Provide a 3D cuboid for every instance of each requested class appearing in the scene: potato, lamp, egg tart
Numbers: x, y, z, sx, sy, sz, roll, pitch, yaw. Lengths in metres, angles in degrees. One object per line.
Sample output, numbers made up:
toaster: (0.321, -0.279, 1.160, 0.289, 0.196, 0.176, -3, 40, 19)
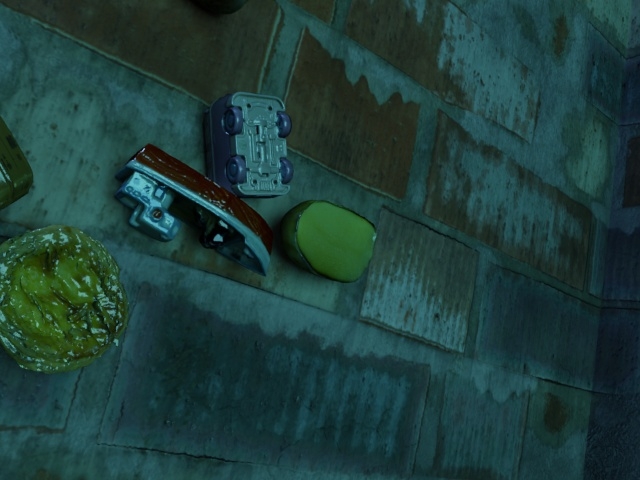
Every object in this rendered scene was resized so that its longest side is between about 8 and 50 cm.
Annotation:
potato: (0.000, 0.000, 1.295, 0.272, 0.111, 0.160, 18, 83, -49)
lamp: (-0.531, -0.122, 0.875, 0.161, 0.161, 0.185, -40, 111, -32)
egg tart: (-0.436, 0.096, 0.970, 0.252, 0.098, 0.232, 47, 55, -29)

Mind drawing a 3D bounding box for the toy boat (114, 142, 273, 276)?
toy boat: (-0.226, -0.032, 1.102, 0.332, 0.145, 0.133, 33, 68, -25)

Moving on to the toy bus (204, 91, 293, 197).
toy bus: (-0.148, -0.182, 1.175, 0.142, 0.142, 0.202, -3, 89, -38)

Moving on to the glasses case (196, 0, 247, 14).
glasses case: (-0.302, -0.581, 1.077, 0.425, 0.156, 0.098, 35, 68, -30)
